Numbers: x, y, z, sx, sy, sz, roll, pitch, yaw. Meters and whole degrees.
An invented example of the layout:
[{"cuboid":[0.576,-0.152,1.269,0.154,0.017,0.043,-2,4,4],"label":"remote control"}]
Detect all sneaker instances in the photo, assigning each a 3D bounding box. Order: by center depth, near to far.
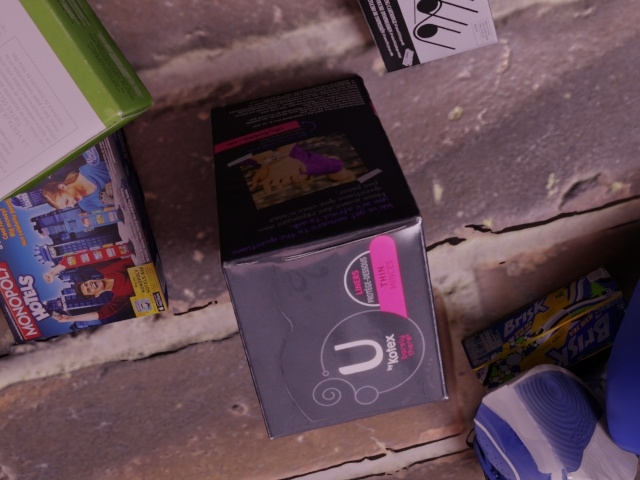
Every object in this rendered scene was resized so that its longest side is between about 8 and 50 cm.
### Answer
[{"cuboid":[0.221,0.215,0.980,0.182,0.127,0.315,-39,157,26],"label":"sneaker"}]

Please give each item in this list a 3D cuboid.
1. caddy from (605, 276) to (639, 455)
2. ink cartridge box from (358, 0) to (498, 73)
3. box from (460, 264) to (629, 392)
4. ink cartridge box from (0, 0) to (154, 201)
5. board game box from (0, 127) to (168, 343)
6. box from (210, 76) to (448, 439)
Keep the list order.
[{"cuboid":[0.415,0.104,0.887,0.241,0.179,0.341,41,65,-27],"label":"caddy"},{"cuboid":[0.068,-0.219,0.747,0.097,0.046,0.207,-14,147,13],"label":"ink cartridge box"},{"cuboid":[0.235,0.097,1.007,0.169,0.054,0.059,-29,120,10],"label":"box"},{"cuboid":[-0.293,-0.111,0.755,0.255,0.097,0.189,-32,98,11],"label":"ink cartridge box"},{"cuboid":[-0.253,-0.009,0.874,0.194,0.060,0.194,-11,121,0],"label":"board game box"},{"cuboid":[0.000,0.000,0.791,0.143,0.270,0.165,-13,122,0],"label":"box"}]
